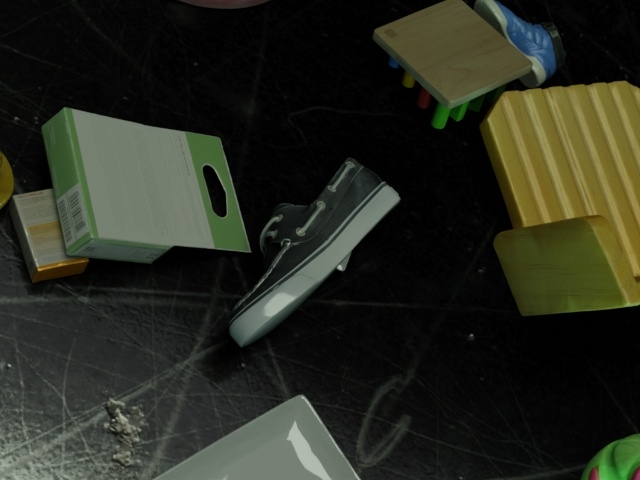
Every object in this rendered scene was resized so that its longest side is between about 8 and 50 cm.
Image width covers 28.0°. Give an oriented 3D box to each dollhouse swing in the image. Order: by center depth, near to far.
[{"bbox_3d":[0.422,-0.080,1.656,0.347,0.315,0.304,-7,87,-25],"label":"dollhouse swing"}]

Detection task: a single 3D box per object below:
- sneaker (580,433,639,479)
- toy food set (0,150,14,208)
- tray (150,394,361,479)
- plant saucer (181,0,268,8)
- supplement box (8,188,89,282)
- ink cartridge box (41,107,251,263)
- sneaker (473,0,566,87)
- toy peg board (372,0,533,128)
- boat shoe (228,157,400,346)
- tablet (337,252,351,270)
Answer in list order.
[{"bbox_3d":[0.456,0.442,1.435,0.202,0.185,0.482,-8,79,-48],"label":"sneaker"},{"bbox_3d":[-0.446,-0.079,1.419,0.218,0.071,0.128,-5,66,-24],"label":"toy food set"},{"bbox_3d":[-0.087,0.288,1.393,0.270,0.030,0.145,-27,75,-31],"label":"tray"},{"bbox_3d":[-0.153,-0.472,1.741,0.332,0.084,0.332,9,61,-17],"label":"plant saucer"},{"bbox_3d":[-0.309,-0.007,1.456,0.062,0.036,0.098,-12,70,-28],"label":"supplement box"},{"bbox_3d":[-0.204,-0.057,1.517,0.235,0.056,0.171,8,57,-46],"label":"ink cartridge box"},{"bbox_3d":[0.291,-0.299,1.841,0.085,0.058,0.152,-36,85,-27],"label":"sneaker"},{"bbox_3d":[0.174,-0.237,1.765,0.161,0.079,0.160,-26,60,-32],"label":"toy peg board"},{"bbox_3d":[-0.025,0.005,1.520,0.102,0.108,0.301,44,57,2],"label":"boat shoe"},{"bbox_3d":[0.000,0.000,1.597,0.083,0.006,0.054,26,57,-7],"label":"tablet"}]
